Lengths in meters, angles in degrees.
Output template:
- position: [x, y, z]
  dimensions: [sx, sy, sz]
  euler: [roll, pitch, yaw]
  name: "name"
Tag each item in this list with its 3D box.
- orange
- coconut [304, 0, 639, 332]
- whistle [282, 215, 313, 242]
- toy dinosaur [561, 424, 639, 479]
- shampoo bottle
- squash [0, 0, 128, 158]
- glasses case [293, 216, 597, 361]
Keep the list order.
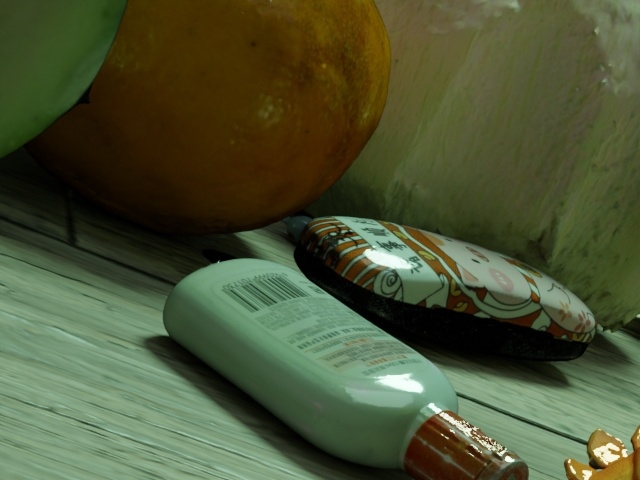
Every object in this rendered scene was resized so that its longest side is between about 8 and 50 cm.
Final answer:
- position: [-0.092, -0.133, 1.229]
  dimensions: [0.284, 0.226, 0.284]
  euler: [22, 20, -8]
  name: "orange"
- position: [0.160, -0.151, 1.523]
  dimensions: [0.405, 0.404, 0.404]
  euler: [24, 12, -5]
  name: "coconut"
- position: [0.000, 0.000, 1.357]
  dimensions: [0.033, 0.029, 0.083]
  euler: [36, -4, -37]
  name: "whistle"
- position: [0.201, 0.146, 1.021]
  dimensions: [0.288, 0.070, 0.117]
  euler: [10, 24, -5]
  name: "toy dinosaur"
- position: [0.017, 0.080, 0.974]
  dimensions: [0.221, 0.051, 0.108]
  euler: [34, 25, 34]
  name: "shampoo bottle"
- position: [-0.286, -0.239, 1.069]
  dimensions: [0.263, 0.263, 0.384]
  euler: [16, 25, -39]
  name: "squash"
- position: [0.094, 0.036, 1.290]
  dimensions: [0.267, 0.067, 0.103]
  euler: [14, 14, -43]
  name: "glasses case"
